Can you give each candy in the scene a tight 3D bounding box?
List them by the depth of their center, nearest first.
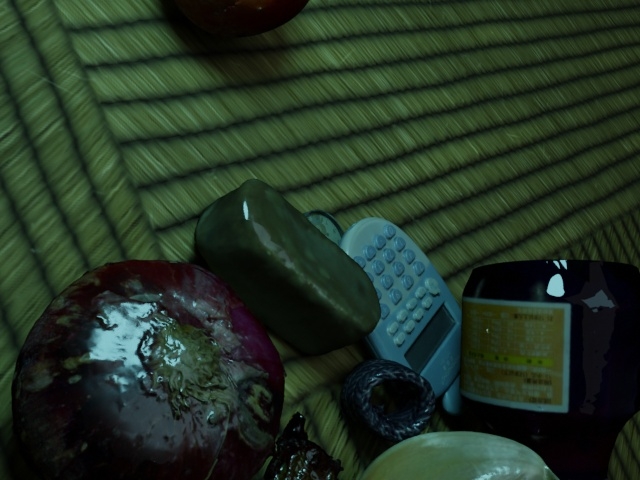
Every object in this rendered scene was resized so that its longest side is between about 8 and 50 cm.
[{"bbox_3d":[-0.039,0.035,1.017,0.234,0.104,0.102,41,42,-24],"label":"candy"}]

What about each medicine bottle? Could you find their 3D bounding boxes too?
[{"bbox_3d":[0.291,0.226,1.107,0.243,0.243,0.394,9,83,-42],"label":"medicine bottle"}]

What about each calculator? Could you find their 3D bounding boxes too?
[{"bbox_3d":[0.121,0.107,1.172,0.302,0.042,0.188,59,41,-11],"label":"calculator"}]

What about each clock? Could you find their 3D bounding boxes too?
[{"bbox_3d":[0.000,0.000,1.133,0.085,0.017,0.085,21,57,-37],"label":"clock"}]

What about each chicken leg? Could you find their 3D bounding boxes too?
[{"bbox_3d":[-0.022,0.302,0.931,0.105,0.063,0.233,23,57,-30],"label":"chicken leg"}]

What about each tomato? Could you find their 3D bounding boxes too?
[{"bbox_3d":[-0.094,-0.349,1.078,0.208,0.208,0.184,-21,90,-48],"label":"tomato"}]

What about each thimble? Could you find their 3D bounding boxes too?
[{"bbox_3d":[0.082,0.192,1.061,0.095,0.066,0.104,-47,107,-16],"label":"thimble"}]

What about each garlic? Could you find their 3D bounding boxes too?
[{"bbox_3d":[0.144,0.298,0.991,0.245,0.164,0.145,-22,98,-4],"label":"garlic"}]

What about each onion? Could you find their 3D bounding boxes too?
[{"bbox_3d":[-0.155,0.139,0.790,0.247,0.190,0.246,15,51,-19],"label":"onion"}]
